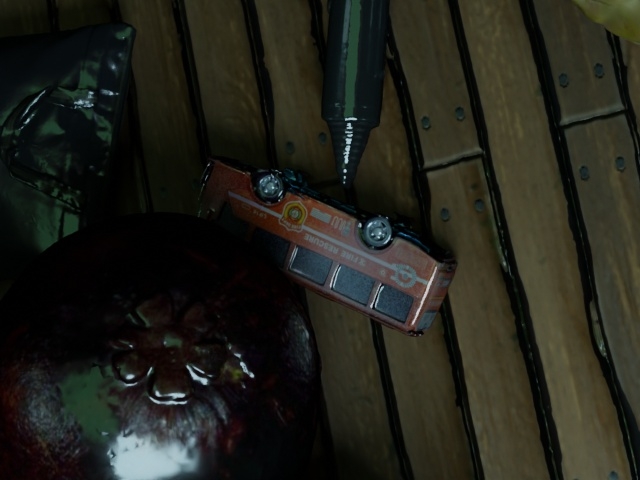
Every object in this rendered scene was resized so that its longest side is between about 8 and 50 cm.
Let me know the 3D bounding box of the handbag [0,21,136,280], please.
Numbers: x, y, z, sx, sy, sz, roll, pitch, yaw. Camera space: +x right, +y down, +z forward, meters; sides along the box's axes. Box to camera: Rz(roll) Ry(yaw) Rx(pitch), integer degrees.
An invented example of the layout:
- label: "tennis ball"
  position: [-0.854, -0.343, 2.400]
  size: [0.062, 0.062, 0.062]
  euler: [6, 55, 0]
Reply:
- label: "handbag"
  position: [-0.272, -0.076, 1.744]
  size: [0.211, 0.089, 0.254]
  euler: [3, 79, 20]

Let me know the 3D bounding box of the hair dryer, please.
- label: "hair dryer"
  position: [0.017, -0.223, 1.674]
  size: [0.189, 0.107, 0.352]
  euler: [6, 89, 21]

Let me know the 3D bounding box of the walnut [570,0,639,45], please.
- label: "walnut"
  position: [0.302, -0.294, 1.471]
  size: [0.333, 0.333, 0.333]
  euler: [-3, 81, 17]

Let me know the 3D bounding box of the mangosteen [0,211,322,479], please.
- label: "mangosteen"
  position: [-0.141, 0.132, 1.585]
  size: [0.297, 0.293, 0.297]
  euler: [1, 52, -1]

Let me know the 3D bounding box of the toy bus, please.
- label: "toy bus"
  position: [0.000, 0.000, 1.655]
  size: [0.235, 0.073, 0.096]
  euler: [22, 96, 19]
